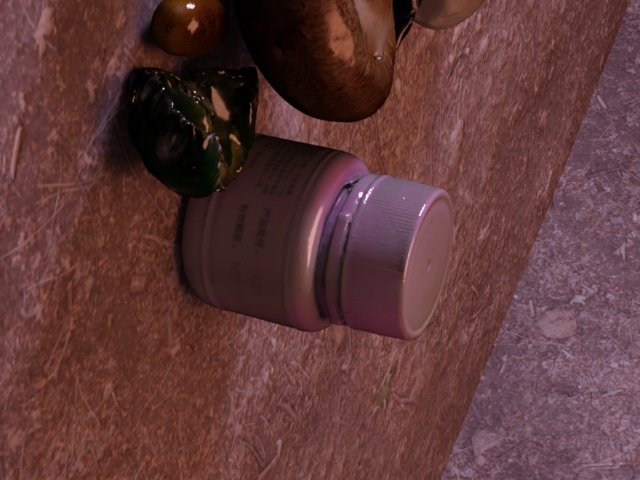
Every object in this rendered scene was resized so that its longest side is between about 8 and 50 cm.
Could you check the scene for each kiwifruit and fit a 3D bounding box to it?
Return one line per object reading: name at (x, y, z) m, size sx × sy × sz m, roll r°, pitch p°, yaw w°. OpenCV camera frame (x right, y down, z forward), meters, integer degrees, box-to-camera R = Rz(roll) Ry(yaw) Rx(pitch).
kiwifruit at (-0.149, -0.247, 1.647) m, size 0.124 × 0.075 × 0.075 m, roll -31°, pitch 131°, yaw -66°

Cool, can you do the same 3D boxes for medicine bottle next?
medicine bottle at (0.000, 0.000, 1.855) m, size 0.241 × 0.302 × 0.241 m, roll 13°, pitch 90°, yaw -70°

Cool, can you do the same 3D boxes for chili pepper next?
chili pepper at (-0.153, -0.125, 1.656) m, size 0.264 × 0.116 × 0.148 m, roll -48°, pitch 144°, yaw -74°

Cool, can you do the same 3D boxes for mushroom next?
mushroom at (0.002, -0.306, 1.784) m, size 0.345 × 0.239 × 0.345 m, roll -31°, pitch 127°, yaw -52°

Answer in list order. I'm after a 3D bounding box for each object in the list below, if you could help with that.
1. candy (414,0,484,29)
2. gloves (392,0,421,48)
candy at (0.222, -0.547, 2.295) m, size 0.427 × 0.186 × 0.386 m, roll -59°, pitch 150°, yaw -52°
gloves at (0.068, -0.336, 2.105) m, size 0.203 × 0.124 × 0.164 m, roll -49°, pitch 129°, yaw -13°
